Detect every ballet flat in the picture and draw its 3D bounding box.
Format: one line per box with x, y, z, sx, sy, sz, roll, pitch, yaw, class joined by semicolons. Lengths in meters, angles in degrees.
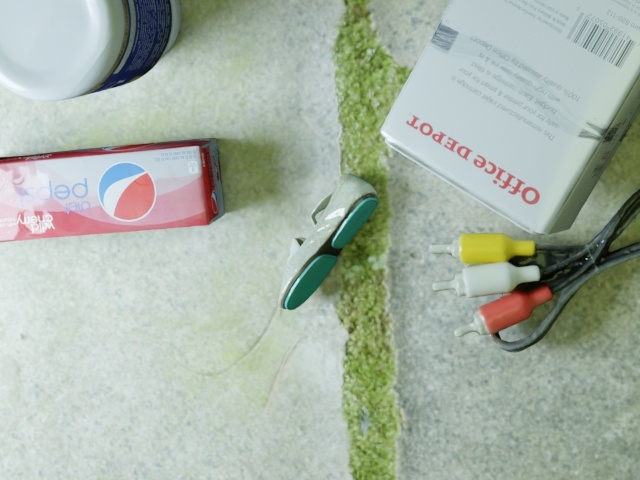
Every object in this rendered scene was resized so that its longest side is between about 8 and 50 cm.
0.000;0.000;1.611;0.052;0.057;0.168;44;102;28;ballet flat

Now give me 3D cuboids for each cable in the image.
0.263;0.031;1.550;0.287;0.072;0.140;-17;88;13;cable

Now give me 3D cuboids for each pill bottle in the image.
-0.236;-0.227;1.494;0.153;0.264;0.153;2;101;11;pill bottle

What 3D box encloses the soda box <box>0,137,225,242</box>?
-0.243;-0.055;1.619;0.263;0.083;0.092;-5;99;10;soda box

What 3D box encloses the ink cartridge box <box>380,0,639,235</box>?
0.221;-0.176;1.480;0.207;0.117;0.283;33;105;18;ink cartridge box
